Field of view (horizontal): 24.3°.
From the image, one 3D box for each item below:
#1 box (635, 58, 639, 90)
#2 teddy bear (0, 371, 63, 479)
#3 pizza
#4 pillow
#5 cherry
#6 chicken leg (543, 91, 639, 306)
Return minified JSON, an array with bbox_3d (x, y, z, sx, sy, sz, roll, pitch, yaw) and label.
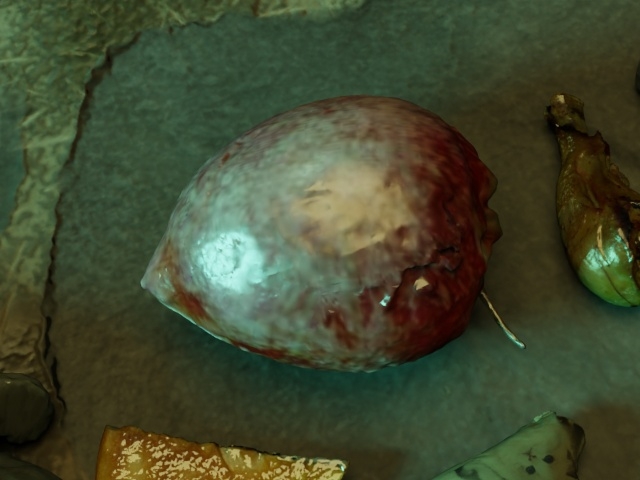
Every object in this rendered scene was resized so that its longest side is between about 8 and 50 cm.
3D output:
[{"bbox_3d":[0.345,-0.075,1.076,0.103,0.055,0.244,-37,67,-13],"label":"box"},{"bbox_3d":[-0.236,0.166,0.969,0.171,0.144,0.251,-6,39,-37],"label":"teddy bear"},{"bbox_3d":[-0.067,0.179,0.993,0.176,0.036,0.185,-31,63,-12],"label":"pizza"},{"bbox_3d":[0.085,0.201,0.961,0.241,0.051,0.093,-31,65,-13],"label":"pillow"},{"bbox_3d":[0.000,0.000,1.004,0.249,0.175,0.192,-12,75,1],"label":"cherry"},{"bbox_3d":[0.206,-0.035,1.067,0.093,0.070,0.178,-15,53,-3],"label":"chicken leg"}]
